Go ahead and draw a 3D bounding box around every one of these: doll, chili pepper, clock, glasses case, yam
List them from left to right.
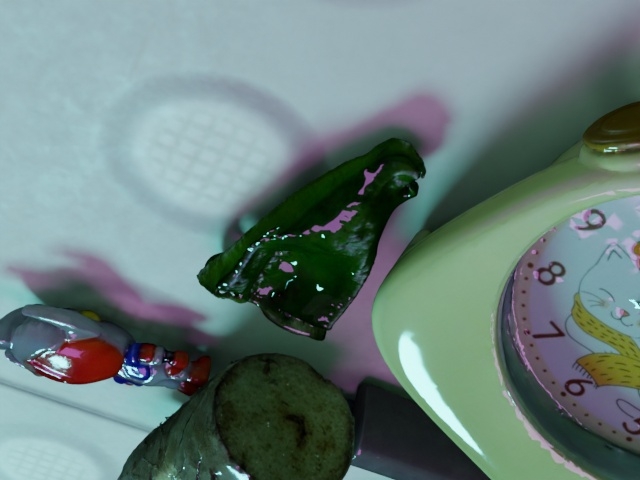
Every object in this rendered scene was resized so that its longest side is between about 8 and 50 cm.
[{"bbox_3d":[-0.189,0.093,0.883,0.195,0.062,0.104,16,168,-17],"label":"doll"},{"bbox_3d":[-0.069,0.187,0.891,0.154,0.153,0.254,22,143,-15],"label":"yam"},{"bbox_3d":[0.000,0.003,0.748,0.108,0.062,0.216,25,136,-27],"label":"chili pepper"},{"bbox_3d":[0.114,0.188,0.925,0.191,0.072,0.042,21,154,-14],"label":"glasses case"},{"bbox_3d":[0.229,0.048,0.658,0.286,0.117,0.348,46,128,-6],"label":"clock"}]

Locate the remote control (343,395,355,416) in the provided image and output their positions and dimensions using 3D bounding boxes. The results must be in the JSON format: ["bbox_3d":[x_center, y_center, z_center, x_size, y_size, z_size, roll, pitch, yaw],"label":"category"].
[{"bbox_3d":[0.053,0.176,0.959,0.153,0.027,0.043,32,130,-26],"label":"remote control"}]
